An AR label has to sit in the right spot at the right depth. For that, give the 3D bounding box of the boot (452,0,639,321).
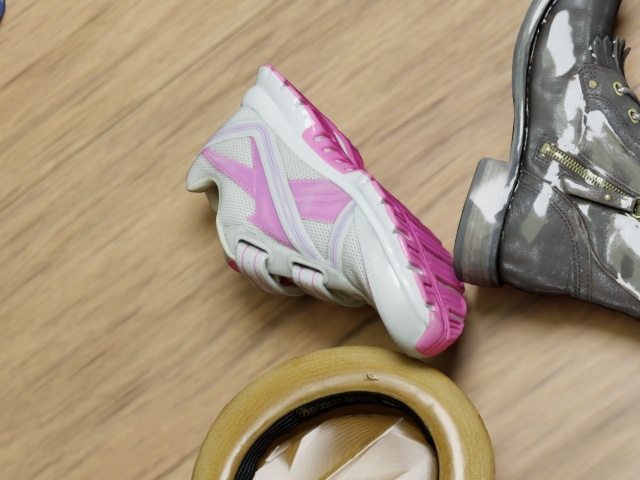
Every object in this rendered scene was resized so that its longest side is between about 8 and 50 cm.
[{"bbox_3d":[0.222,-0.046,1.145,0.229,0.091,0.263,16,80,20],"label":"boot"}]

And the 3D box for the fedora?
[{"bbox_3d":[0.016,0.161,1.136,0.194,0.079,0.194,-5,63,11],"label":"fedora"}]

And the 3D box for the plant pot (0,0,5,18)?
[{"bbox_3d":[-0.381,-0.226,1.359,0.236,0.236,0.212,-25,70,10],"label":"plant pot"}]

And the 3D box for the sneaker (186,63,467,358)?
[{"bbox_3d":[0.000,0.000,1.195,0.111,0.103,0.252,-44,48,5],"label":"sneaker"}]
